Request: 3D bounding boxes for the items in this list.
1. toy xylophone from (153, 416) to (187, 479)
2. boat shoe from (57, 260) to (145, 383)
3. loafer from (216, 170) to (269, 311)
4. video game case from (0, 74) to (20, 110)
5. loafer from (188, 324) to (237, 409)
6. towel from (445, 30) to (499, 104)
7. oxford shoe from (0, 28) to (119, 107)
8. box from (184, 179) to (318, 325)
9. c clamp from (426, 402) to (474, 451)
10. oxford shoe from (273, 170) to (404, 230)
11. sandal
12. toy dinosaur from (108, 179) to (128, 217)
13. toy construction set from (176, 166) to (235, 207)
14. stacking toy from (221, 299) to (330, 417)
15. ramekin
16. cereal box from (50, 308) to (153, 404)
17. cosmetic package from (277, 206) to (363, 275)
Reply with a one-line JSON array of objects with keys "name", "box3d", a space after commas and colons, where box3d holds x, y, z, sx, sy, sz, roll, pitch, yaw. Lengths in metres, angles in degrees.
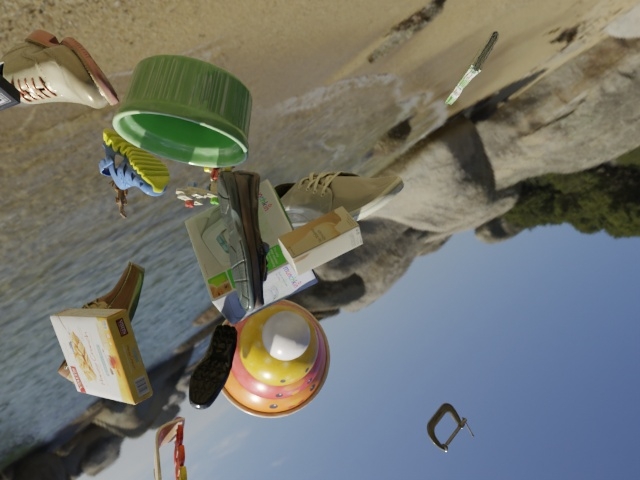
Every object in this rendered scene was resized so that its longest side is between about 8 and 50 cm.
[{"name": "toy xylophone", "box3d": [-0.379, 0.631, 1.547, 0.081, 0.323, 0.236, -2, 147, -20]}, {"name": "boat shoe", "box3d": [-0.529, 0.200, 1.453, 0.324, 0.119, 0.122, -67, -162, -6]}, {"name": "loafer", "box3d": [-0.128, -0.004, 1.130, 0.084, 0.268, 0.096, -10, 178, -26]}, {"name": "video game case", "box3d": [-0.683, -0.267, 0.966, 0.248, 0.035, 0.275, -18, 155, 7]}, {"name": "loafer", "box3d": [-0.225, 0.276, 1.288, 0.223, 0.076, 0.078, -76, 175, -54]}, {"name": "towel", "box3d": [0.324, -0.363, 1.282, 0.113, 0.023, 0.152, -57, 179, -18]}, {"name": "oxford shoe", "box3d": [-0.526, -0.310, 1.187, 0.146, 0.140, 0.397, -42, -139, -20]}, {"name": "box", "box3d": [-0.163, 0.026, 1.419, 0.231, 0.262, 0.127, -27, 143, 0]}, {"name": "c clamp", "box3d": [0.368, 0.538, 1.709, 0.160, 0.137, 0.022, -27, 178, -41]}, {"name": "oxford shoe", "box3d": [0.015, -0.115, 1.553, 0.449, 0.130, 0.169, -7, -154, 47]}, {"name": "sandal", "box3d": [-0.560, -0.207, 1.789, 0.126, 0.317, 0.138, 11, 112, -50]}, {"name": "toy dinosaur", "box3d": [-0.706, -0.186, 2.146, 0.064, 0.212, 0.112, 6, 162, -1]}, {"name": "toy construction set", "box3d": [-0.372, -0.253, 2.072, 0.215, 0.151, 0.328, 68, 40, -78]}, {"name": "stacking toy", "box3d": [-0.120, 0.285, 1.600, 0.350, 0.351, 0.480, -35, 170, -16]}, {"name": "ramekin", "box3d": [-0.299, -0.289, 1.363, 0.303, 0.303, 0.148, 131, -30, -75]}, {"name": "cereal box", "box3d": [-0.426, 0.217, 1.160, 0.240, 0.173, 0.047, -7, -167, 43]}, {"name": "cosmetic package", "box3d": [0.000, 0.000, 0.916, 0.115, 0.060, 0.041, -27, 133, -12]}]
